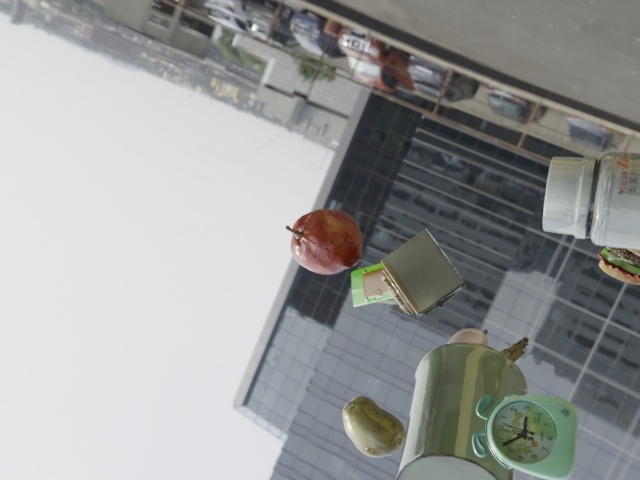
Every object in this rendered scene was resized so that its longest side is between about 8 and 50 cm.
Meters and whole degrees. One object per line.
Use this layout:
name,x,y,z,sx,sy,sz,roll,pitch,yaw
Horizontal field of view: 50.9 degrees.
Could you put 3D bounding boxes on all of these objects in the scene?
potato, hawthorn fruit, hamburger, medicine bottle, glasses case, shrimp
potato,0.150,0.543,1.969,0.194,0.157,0.157,54,-175,-8
hawthorn fruit,0.000,0.000,1.944,0.253,0.205,0.205,9,-165,-37
hamburger,0.898,0.038,1.939,0.175,0.137,0.175,15,-157,-7
medicine bottle,0.741,-0.105,1.724,0.306,0.245,0.245,7,-178,22
glasses case,0.406,0.384,2.027,0.113,0.297,0.075,5,135,45
shrimp,0.565,0.345,2.161,0.217,0.051,0.150,-25,-134,-21

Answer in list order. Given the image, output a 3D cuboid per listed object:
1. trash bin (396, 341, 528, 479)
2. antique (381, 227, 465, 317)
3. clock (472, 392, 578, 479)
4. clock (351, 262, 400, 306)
trash bin,0.332,0.438,1.565,0.280,0.280,0.432,23,-148,6
antique,0.219,0.082,1.473,0.152,0.148,0.147,57,-178,14
clock,0.386,0.364,1.276,0.188,0.148,0.060,9,159,20
clock,0.255,0.130,1.953,0.255,0.106,0.219,8,162,-40
